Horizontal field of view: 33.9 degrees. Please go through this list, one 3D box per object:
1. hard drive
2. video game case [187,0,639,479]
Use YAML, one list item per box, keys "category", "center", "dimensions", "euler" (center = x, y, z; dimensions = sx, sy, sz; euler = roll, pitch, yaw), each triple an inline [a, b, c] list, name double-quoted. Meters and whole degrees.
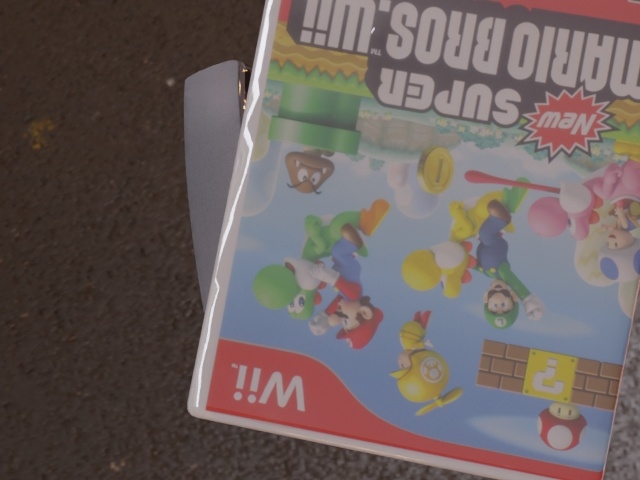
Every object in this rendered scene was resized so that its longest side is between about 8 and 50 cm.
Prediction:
- category: "hard drive"
  center: [0.000, 0.000, 0.685]
  dimensions: [0.172, 0.054, 0.254]
  euler: [14, 50, -35]
- category: "video game case"
  center: [0.060, -0.035, 0.515]
  dimensions: [0.204, 0.025, 0.285]
  euler: [11, 90, 4]
